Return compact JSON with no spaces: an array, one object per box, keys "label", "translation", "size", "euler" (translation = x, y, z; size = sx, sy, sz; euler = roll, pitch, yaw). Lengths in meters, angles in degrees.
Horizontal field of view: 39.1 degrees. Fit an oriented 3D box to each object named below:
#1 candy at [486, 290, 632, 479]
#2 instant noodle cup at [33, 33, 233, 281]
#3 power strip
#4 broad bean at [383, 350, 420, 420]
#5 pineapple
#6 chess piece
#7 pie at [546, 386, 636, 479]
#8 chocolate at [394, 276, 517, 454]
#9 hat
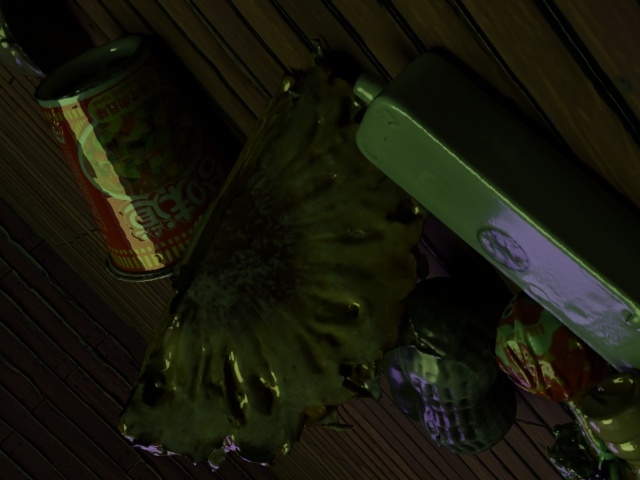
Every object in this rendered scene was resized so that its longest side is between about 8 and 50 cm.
[{"label":"candy","translation":[0.216,0.167,0.677],"size":[0.084,0.078,0.288],"euler":[-34,77,40]},{"label":"instant noodle cup","translation":[-0.195,-0.095,0.964],"size":[0.193,0.193,0.212],"euler":[20,142,50]},{"label":"power strip","translation":[0.173,0.011,0.601],"size":[0.385,0.062,0.091],"euler":[41,161,5]},{"label":"broad bean","translation":[0.105,0.158,1.075],"size":[0.065,0.046,0.254],"euler":[22,154,19]},{"label":"pineapple","translation":[-0.017,0.034,0.803],"size":[0.209,0.344,0.286],"euler":[28,179,-9]},{"label":"chess piece","translation":[0.228,0.148,0.610],"size":[0.122,0.066,0.066],"euler":[49,160,-12]},{"label":"pie","translation":[0.326,0.235,0.764],"size":[0.302,0.067,0.302],"euler":[38,161,15]},{"label":"chocolate","translation":[0.132,0.122,0.857],"size":[0.110,0.110,0.248],"euler":[30,160,34]},{"label":"hat","translation":[-0.378,-0.259,1.057],"size":[0.173,0.144,0.166],"euler":[-6,130,37]}]
